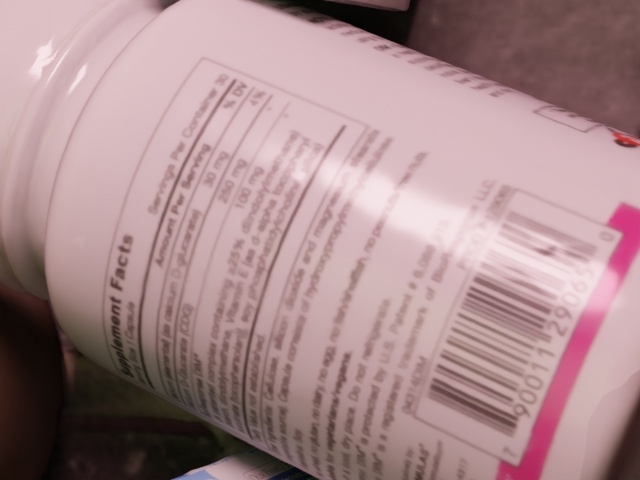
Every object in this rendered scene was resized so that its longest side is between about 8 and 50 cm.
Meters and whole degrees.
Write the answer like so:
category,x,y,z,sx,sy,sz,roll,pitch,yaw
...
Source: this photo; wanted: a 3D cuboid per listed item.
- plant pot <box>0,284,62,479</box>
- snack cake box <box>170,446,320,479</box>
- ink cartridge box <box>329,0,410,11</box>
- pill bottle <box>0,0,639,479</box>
category,x,y,z,sx,sy,sz,roll,pitch,yaw
plant pot,-0.259,0.076,0.660,0.323,0.280,0.323,2,95,23
snack cake box,-0.043,0.211,0.648,0.089,0.152,0.264,31,105,19
ink cartridge box,-0.038,-0.245,0.624,0.198,0.115,0.273,17,100,21
pill bottle,0.000,0.000,0.606,0.283,0.160,0.160,25,104,20
